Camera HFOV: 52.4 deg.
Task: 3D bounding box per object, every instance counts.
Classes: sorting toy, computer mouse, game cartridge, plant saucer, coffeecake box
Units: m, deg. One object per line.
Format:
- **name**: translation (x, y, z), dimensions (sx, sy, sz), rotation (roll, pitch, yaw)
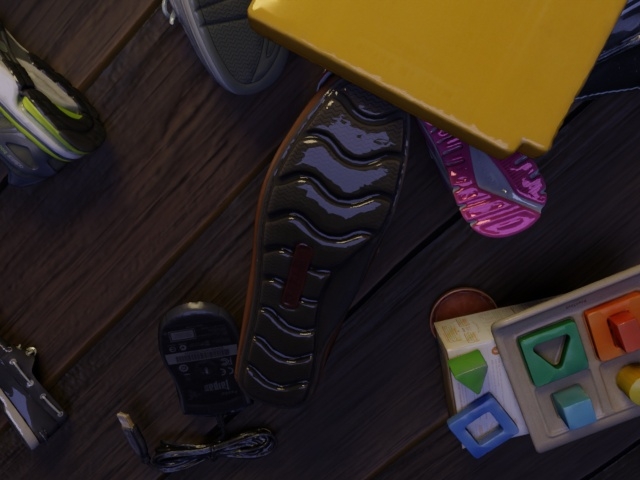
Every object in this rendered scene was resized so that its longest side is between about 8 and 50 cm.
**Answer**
- **sorting toy**: translation (0.300, 0.138, 0.704), dimensions (0.347, 0.047, 0.196), rotation (-23, 111, 4)
- **computer mouse**: translation (-0.168, 0.179, 0.806), dimensions (0.184, 0.060, 0.262), rotation (-13, 121, 1)
- **game cartridge**: translation (0.134, -0.265, 0.568), dimensions (0.285, 0.053, 0.324), rotation (28, 89, 0)
- **plant saucer**: translation (0.174, 0.094, 0.789), dimensions (0.083, 0.013, 0.083), rotation (0, 109, 1)
- **coffeecake box**: translation (0.240, 0.152, 0.768), dimensions (0.185, 0.068, 0.142), rotation (-12, 113, 1)

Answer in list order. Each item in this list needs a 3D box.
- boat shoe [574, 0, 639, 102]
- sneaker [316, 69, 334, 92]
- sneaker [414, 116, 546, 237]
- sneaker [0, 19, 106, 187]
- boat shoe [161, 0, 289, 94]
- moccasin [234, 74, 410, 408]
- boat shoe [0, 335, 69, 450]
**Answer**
- **boat shoe**: translation (0.345, -0.193, 0.619), dimensions (0.306, 0.113, 0.105), rotation (-24, 63, 3)
- **sneaker**: translation (0.010, -0.133, 0.681), dimensions (0.042, 0.067, 0.118), rotation (11, 108, -4)
- **sneaker**: translation (0.144, -0.122, 0.669), dimensions (0.103, 0.111, 0.252), rotation (-18, 86, 9)
- **sneaker**: translation (-0.370, -0.173, 0.658), dimensions (0.121, 0.111, 0.300), rotation (-38, 103, 18)
- **boat shoe**: translation (-0.116, -0.297, 0.615), dimensions (0.118, 0.103, 0.320), rotation (-31, 115, -25)
- **moccasin**: translation (0.003, 0.001, 0.695), dimensions (0.139, 0.147, 0.380), rotation (11, 117, 2)
- **boat shoe**: translation (-0.385, 0.159, 0.812), dimensions (0.065, 0.075, 0.206), rotation (-32, 105, -33)
